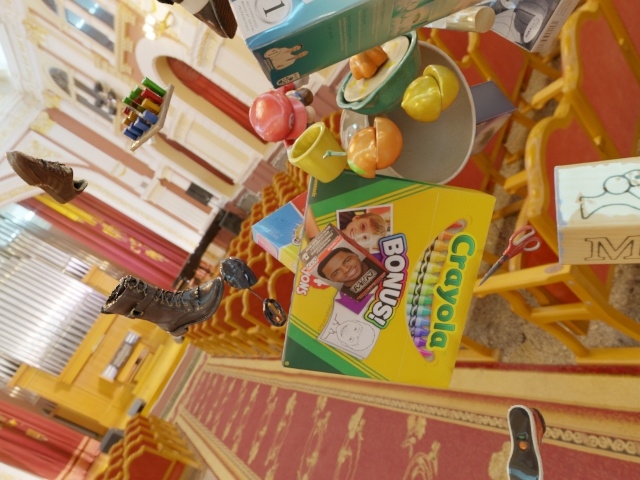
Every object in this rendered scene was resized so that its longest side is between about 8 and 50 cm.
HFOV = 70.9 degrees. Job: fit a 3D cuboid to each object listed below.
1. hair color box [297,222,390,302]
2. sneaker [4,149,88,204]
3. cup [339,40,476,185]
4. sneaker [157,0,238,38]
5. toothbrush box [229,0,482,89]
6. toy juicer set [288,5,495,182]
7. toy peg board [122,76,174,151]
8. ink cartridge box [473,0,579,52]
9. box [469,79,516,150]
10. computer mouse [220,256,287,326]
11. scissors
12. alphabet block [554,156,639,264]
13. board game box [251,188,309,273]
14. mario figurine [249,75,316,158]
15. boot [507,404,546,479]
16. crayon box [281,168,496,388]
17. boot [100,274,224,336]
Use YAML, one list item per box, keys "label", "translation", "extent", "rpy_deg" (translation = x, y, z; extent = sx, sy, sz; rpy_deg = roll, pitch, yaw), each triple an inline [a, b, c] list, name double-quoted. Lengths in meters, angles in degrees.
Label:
- label: "hair color box"
  translation: [0.038, 0.037, 0.678]
  extent: [0.072, 0.141, 0.043]
  rpy_deg: [-46, 46, 10]
- label: "sneaker"
  translation: [-0.539, -0.138, 0.894]
  extent: [0.071, 0.066, 0.188]
  rpy_deg: [-35, -13, -9]
- label: "cup"
  translation: [0.179, -0.283, 1.115]
  extent: [0.237, 0.331, 0.331]
  rpy_deg: [-2, 56, 60]
- label: "sneaker"
  translation: [-0.248, -0.467, 0.754]
  extent: [0.330, 0.146, 0.123]
  rpy_deg: [42, -126, -70]
- label: "toothbrush box"
  translation: [0.038, -0.320, 0.442]
  extent: [0.295, 0.217, 0.126]
  rpy_deg: [-22, 0, 6]
- label: "toy juicer set"
  translation: [0.096, -0.219, 0.569]
  extent: [0.329, 0.089, 0.209]
  rpy_deg: [-56, 29, -8]
- label: "toy peg board"
  translation: [-0.500, -0.360, 1.254]
  extent: [0.161, 0.079, 0.161]
  rpy_deg: [-22, 52, 36]
- label: "ink cartridge box"
  translation: [0.223, -0.422, 0.638]
  extent: [0.065, 0.333, 0.165]
  rpy_deg: [-21, -35, -36]
- label: "box"
  translation: [0.603, -0.482, 1.904]
  extent: [0.296, 0.183, 0.294]
  rpy_deg: [-23, -21, -24]
- label: "computer mouse"
  translation: [-0.161, 0.115, 1.087]
  extent: [0.071, 0.242, 0.041]
  rpy_deg: [-19, -38, -48]
- label: "scissors"
  translation: [0.691, 0.058, 1.694]
  extent: [0.297, 0.109, 0.021]
  rpy_deg: [-39, 18, 22]
- label: "alphabet block"
  translation: [0.675, -0.064, 1.075]
  extent: [0.197, 0.193, 0.193]
  rpy_deg: [-3, 61, 28]
- label: "board game box"
  translation: [0.000, 0.000, 1.260]
  extent: [0.242, 0.316, 0.064]
  rpy_deg: [-37, -34, -29]
- label: "mario figurine"
  translation: [-0.050, -0.310, 1.121]
  extent: [0.170, 0.198, 0.320]
  rpy_deg: [-40, 9, 20]
- label: "boot"
  translation: [0.586, 0.590, 1.246]
  extent: [0.088, 0.176, 0.245]
  rpy_deg: [-10, 64, 38]
- label: "crayon box"
  translation: [0.111, 0.067, 0.818]
  extent: [0.106, 0.312, 0.363]
  rpy_deg: [-95, 14, -77]
- label: "boot"
  translation: [-0.403, 0.148, 1.154]
  extent: [0.263, 0.229, 0.091]
  rpy_deg: [-40, 41, 18]
